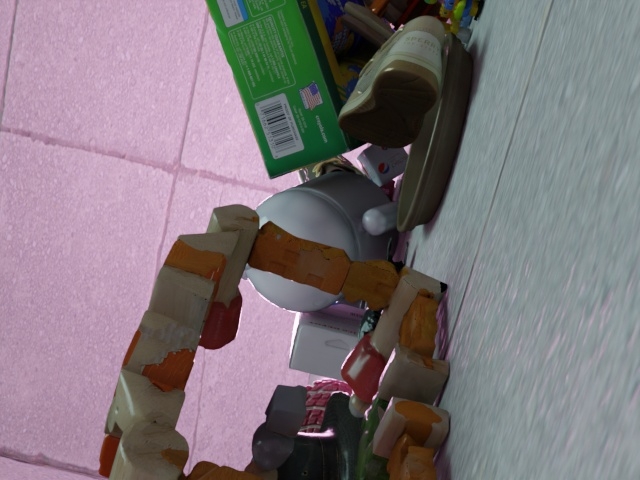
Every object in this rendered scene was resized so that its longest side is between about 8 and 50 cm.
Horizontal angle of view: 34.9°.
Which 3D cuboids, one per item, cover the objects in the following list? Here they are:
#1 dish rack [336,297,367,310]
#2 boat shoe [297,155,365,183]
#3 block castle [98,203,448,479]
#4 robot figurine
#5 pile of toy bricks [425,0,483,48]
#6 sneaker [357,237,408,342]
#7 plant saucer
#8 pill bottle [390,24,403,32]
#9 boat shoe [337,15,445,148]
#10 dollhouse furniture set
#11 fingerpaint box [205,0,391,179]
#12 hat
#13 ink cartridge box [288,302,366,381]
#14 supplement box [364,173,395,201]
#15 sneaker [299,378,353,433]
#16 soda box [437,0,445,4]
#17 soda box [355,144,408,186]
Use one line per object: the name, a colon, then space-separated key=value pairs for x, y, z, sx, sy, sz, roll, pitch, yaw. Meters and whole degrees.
dish rack: x=0.060 y=0.125 z=2.168 sx=0.271 sy=0.074 sz=0.208 roll=102 pitch=-179 yaw=-53
boat shoe: x=0.037 y=-0.109 z=1.988 sx=0.305 sy=0.109 sz=0.091 roll=55 pitch=169 yaw=38
block castle: x=-0.044 y=0.181 z=0.971 sx=0.453 sy=0.303 sz=0.213 roll=-79 pitch=9 yaw=-60
robot figurine: x=0.000 y=0.000 z=1.688 sx=0.353 sy=0.300 sz=0.200 roll=-28 pitch=-86 yaw=-60
pile of toy bricks: x=0.173 y=-0.359 z=1.394 sx=0.212 sy=0.105 sz=0.118 roll=106 pitch=177 yaw=-57
sneaker: x=0.092 y=0.087 z=1.471 sx=0.089 sy=0.051 sz=0.170 roll=91 pitch=-165 yaw=-74
plant saucer: x=0.156 y=-0.142 z=1.384 sx=0.278 sy=0.041 sz=0.278 roll=-167 pitch=90 yaw=-89
pill bottle: x=0.167 y=-0.505 z=2.176 sx=0.265 sy=0.153 sz=0.153 roll=113 pitch=171 yaw=-87
boat shoe: x=0.101 y=-0.206 z=1.372 sx=0.302 sy=0.109 sz=0.098 roll=129 pitch=160 yaw=-74
dollhouse furniture set: x=0.162 y=-0.412 z=1.623 sx=0.262 sy=0.135 sz=0.259 roll=-54 pitch=1 yaw=-4
fingerpaint box: x=-0.018 y=-0.367 z=1.718 sx=0.371 sy=0.163 sz=0.445 roll=-32 pitch=-75 yaw=-63
hat: x=-0.046 y=0.389 z=1.587 sx=0.331 sy=0.134 sz=0.331 roll=-165 pitch=90 yaw=-78
ink cartridge box: x=0.024 y=0.162 z=1.678 sx=0.191 sy=0.139 sz=0.082 roll=-83 pitch=7 yaw=-77
supplement box: x=0.067 y=-0.027 z=2.043 sx=0.073 sy=0.130 sz=0.239 roll=103 pitch=180 yaw=-53
sneaker: x=-0.016 y=0.391 z=1.815 sx=0.112 sy=0.120 sz=0.299 roll=48 pitch=-122 yaw=-57
soda box: x=0.213 y=-0.467 z=1.805 sx=0.169 sy=0.060 sz=0.053 roll=109 pitch=173 yaw=-69
soda box: x=0.116 y=-0.146 z=1.883 sx=0.069 sy=0.074 sz=0.216 roll=-32 pitch=1 yaw=-1
